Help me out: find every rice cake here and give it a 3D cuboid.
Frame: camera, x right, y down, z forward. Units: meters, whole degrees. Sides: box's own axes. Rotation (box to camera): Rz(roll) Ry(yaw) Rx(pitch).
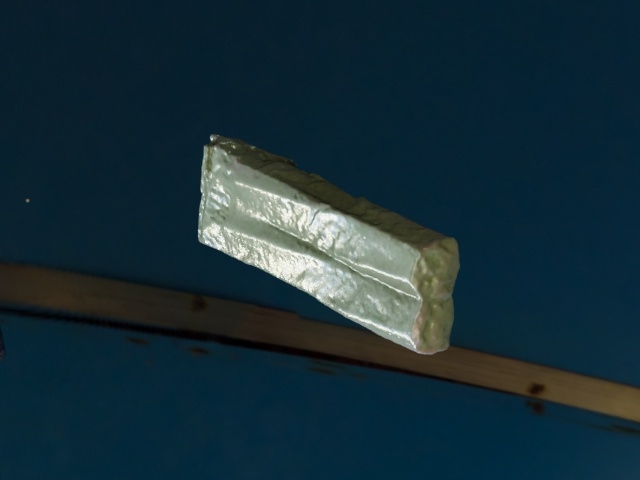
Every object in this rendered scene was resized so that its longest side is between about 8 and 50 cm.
[{"bbox_3d":[0.000,0.000,0.886,0.040,0.226,0.085,-16,-56,-46],"label":"rice cake"}]

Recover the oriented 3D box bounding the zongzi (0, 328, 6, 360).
[{"bbox_3d":[-0.412,0.012,0.565,0.403,0.208,0.432,-42,-109,-8],"label":"zongzi"}]
